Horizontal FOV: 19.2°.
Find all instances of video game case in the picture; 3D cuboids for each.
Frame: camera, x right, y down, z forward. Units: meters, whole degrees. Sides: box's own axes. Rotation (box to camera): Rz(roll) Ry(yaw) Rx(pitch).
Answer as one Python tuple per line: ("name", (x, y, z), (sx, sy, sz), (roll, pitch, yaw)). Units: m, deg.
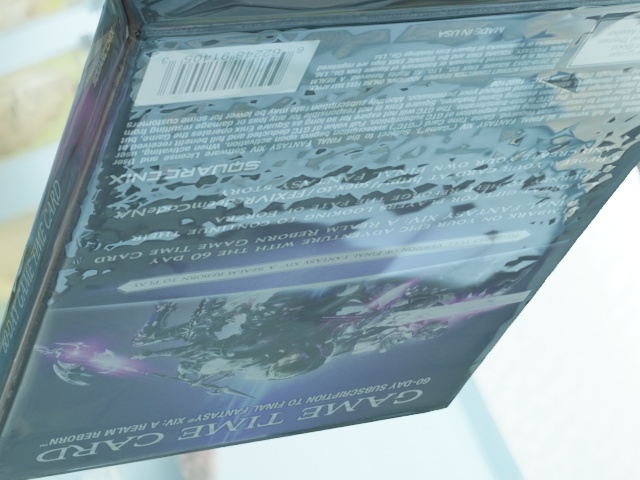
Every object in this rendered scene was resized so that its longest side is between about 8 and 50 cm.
("video game case", (0.000, 0.000, 0.614), (0.274, 0.196, 0.026), (121, -44, -54))
